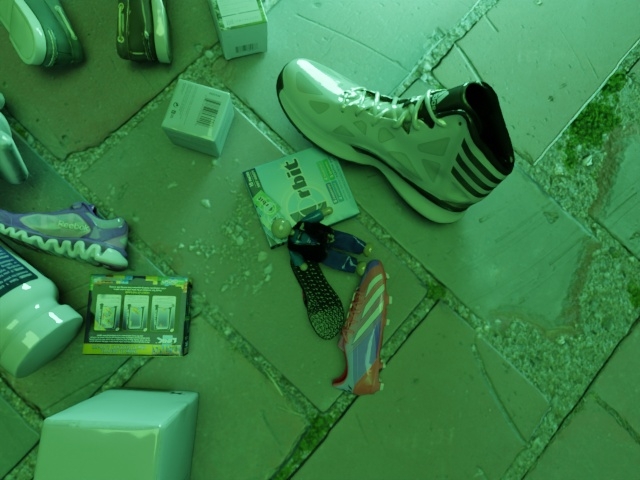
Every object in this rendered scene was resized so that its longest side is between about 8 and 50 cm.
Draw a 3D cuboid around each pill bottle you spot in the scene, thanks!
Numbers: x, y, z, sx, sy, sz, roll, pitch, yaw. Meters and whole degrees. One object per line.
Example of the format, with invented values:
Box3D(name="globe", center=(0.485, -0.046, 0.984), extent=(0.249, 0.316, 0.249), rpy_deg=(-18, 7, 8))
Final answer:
Box3D(name="pill bottle", center=(-0.538, 0.090, 0.678), extent=(0.264, 0.153, 0.153), rpy_deg=(38, 80, 2))

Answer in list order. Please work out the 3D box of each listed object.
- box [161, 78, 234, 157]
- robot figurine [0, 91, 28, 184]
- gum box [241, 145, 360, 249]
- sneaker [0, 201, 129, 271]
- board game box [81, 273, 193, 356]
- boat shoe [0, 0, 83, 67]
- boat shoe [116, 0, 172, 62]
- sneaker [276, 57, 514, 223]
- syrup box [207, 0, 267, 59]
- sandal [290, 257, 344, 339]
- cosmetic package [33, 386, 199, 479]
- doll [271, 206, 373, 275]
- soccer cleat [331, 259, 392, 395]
Box3D(name="box", center=(-0.228, -0.229, 0.791), extent=(0.101, 0.087, 0.101), rpy_deg=(16, 80, -2))
Box3D(name="robot figurine", center=(-0.681, -0.186, 0.683), extent=(0.353, 0.200, 0.300), rpy_deg=(27, 52, -1))
Box3D(name="gum box", center=(-0.038, -0.089, 0.811), extent=(0.184, 0.041, 0.157), rpy_deg=(-21, 84, -8))
Box3D(name="sneaker", center=(-0.450, -0.023, 0.742), extent=(0.236, 0.095, 0.105), rpy_deg=(15, 73, -8))
Box3D(name="board game box", center=(-0.322, 0.133, 0.746), extent=(0.170, 0.048, 0.141), rpy_deg=(3, 83, -5))
Box3D(name="boat shoe", center=(-0.564, -0.467, 0.808), extent=(0.099, 0.116, 0.320), rpy_deg=(-16, 71, -51))
Box3D(name="boat shoe", center=(-0.352, -0.507, 0.811), extent=(0.096, 0.116, 0.325), rpy_deg=(-5, 87, -9))
Box3D(name="sneaker", center=(0.141, -0.232, 0.726), extent=(0.447, 0.257, 0.169), rpy_deg=(34, 61, -3))
Box3D(name="syrup box", center=(-0.182, -0.501, 0.833), extent=(0.093, 0.096, 0.237), rpy_deg=(-16, 83, -10))
Box3D(name="sandal", center=(-0.007, 0.101, 0.791), extent=(0.067, 0.040, 0.179), rpy_deg=(-18, 69, -13))
Box3D(name="cosmetic package", center=(-0.302, 0.471, 0.605), extent=(0.161, 0.230, 0.454), rpy_deg=(5, 80, -4))
Box3D(name="doll", center=(0.000, 0.000, 0.767), extent=(0.188, 0.046, 0.129), rpy_deg=(18, 96, -14))
Box3D(name="soccer cleat", center=(0.076, 0.156, 0.768), extent=(0.095, 0.083, 0.248), rpy_deg=(4, 83, 0))
